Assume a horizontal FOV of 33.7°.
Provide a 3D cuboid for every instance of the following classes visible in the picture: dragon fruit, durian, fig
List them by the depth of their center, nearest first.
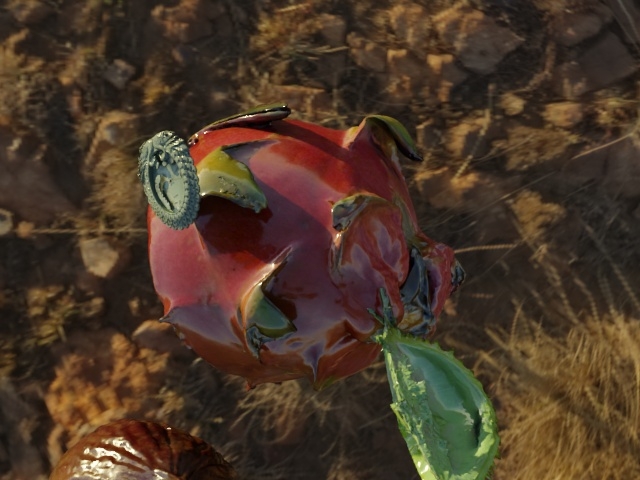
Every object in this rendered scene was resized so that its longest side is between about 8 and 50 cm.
[{"bbox_3d":[-0.112,0.173,0.698,0.146,0.201,0.133,-2,69,-15],"label":"fig"},{"bbox_3d":[0.096,0.141,0.905,0.086,0.100,0.215,-31,51,11],"label":"durian"},{"bbox_3d":[0.000,0.000,1.055,0.226,0.305,0.305,-15,92,42],"label":"dragon fruit"}]

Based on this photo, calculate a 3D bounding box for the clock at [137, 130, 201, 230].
[{"bbox_3d":[-0.125,-0.049,0.876,0.074,0.010,0.083,-26,82,44],"label":"clock"}]
